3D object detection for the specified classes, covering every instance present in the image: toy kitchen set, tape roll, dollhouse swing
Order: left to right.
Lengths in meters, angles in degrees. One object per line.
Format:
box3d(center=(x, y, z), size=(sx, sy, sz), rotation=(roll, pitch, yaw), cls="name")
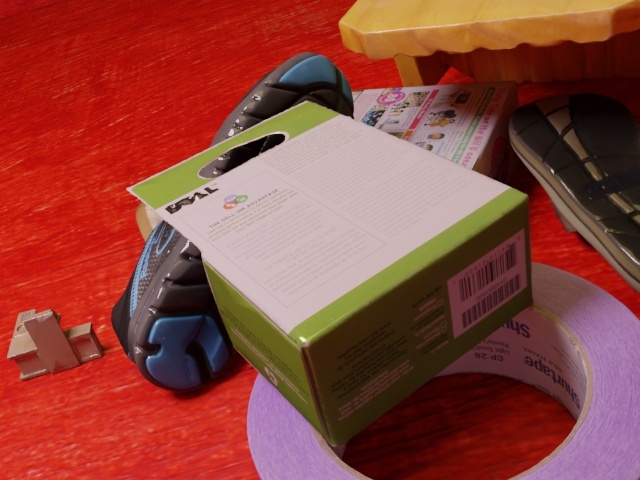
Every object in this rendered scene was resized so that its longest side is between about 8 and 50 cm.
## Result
box3d(center=(-0.270, 0.083, 0.777), size=(0.083, 0.068, 0.075), rotation=(-16, 32, -1), cls="toy kitchen set")
box3d(center=(0.092, 0.126, 0.537), size=(0.275, 0.090, 0.274), rotation=(-12, 33, 8), cls="tape roll")
box3d(center=(0.228, -0.206, 0.848), size=(0.347, 0.315, 0.304), rotation=(2, 53, 25), cls="dollhouse swing")

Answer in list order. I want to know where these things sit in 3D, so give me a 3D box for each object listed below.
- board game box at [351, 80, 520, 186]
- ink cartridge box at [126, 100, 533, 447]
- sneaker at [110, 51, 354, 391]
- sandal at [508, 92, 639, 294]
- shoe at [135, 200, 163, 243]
box3d(center=(0.050, -0.084, 0.866), size=(0.304, 0.097, 0.224), rotation=(3, 37, 28), cls="board game box")
box3d(center=(0.000, 0.000, 0.579), size=(0.189, 0.097, 0.255), rotation=(-31, 39, -22), cls="ink cartridge box")
box3d(center=(-0.094, -0.034, 0.733), size=(0.140, 0.125, 0.340), rotation=(19, 74, 55), cls="sneaker")
box3d(center=(0.262, -0.039, 0.729), size=(0.120, 0.086, 0.302), rotation=(-12, 47, -4), cls="sandal")
box3d(center=(-0.170, -0.023, 0.886), size=(0.058, 0.076, 0.219), rotation=(-23, 31, -1), cls="shoe")
